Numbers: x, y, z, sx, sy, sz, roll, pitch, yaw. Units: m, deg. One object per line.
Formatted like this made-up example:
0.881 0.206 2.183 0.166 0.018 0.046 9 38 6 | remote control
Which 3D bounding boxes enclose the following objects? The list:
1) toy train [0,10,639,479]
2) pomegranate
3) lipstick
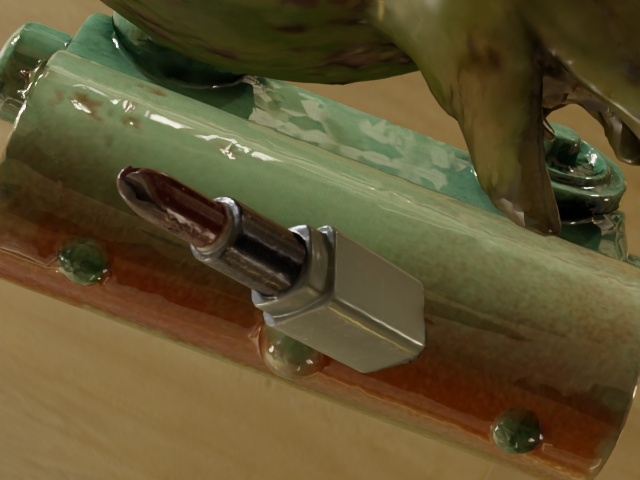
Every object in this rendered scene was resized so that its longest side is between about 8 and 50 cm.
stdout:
0.000 0.000 0.674 0.285 0.177 0.116 22 -61 -4 | toy train
0.020 -0.113 0.442 0.211 0.211 0.263 -20 -111 -7 | pomegranate
-0.014 0.005 0.471 0.025 0.107 0.025 -22 -127 35 | lipstick
